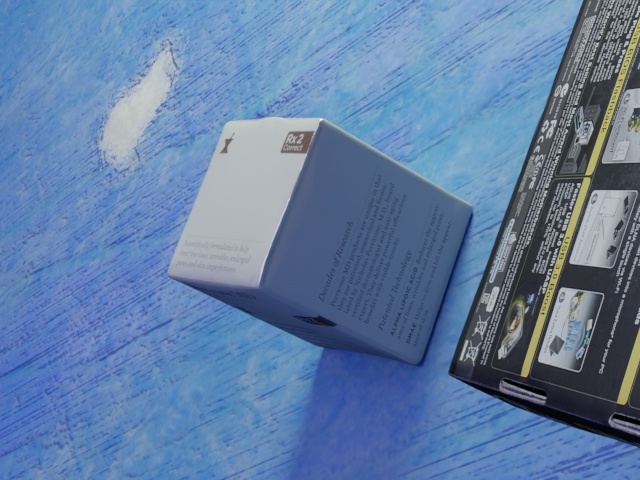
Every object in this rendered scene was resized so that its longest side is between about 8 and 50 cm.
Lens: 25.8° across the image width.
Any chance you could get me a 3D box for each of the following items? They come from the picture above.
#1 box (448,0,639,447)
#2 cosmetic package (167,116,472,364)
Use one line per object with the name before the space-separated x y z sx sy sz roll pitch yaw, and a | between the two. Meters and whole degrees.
box | 0.224 -0.083 0.695 0.395 0.097 0.318 -69 16 -5
cosmetic package | 0.000 0.000 1.196 0.151 0.183 0.152 4 71 55
